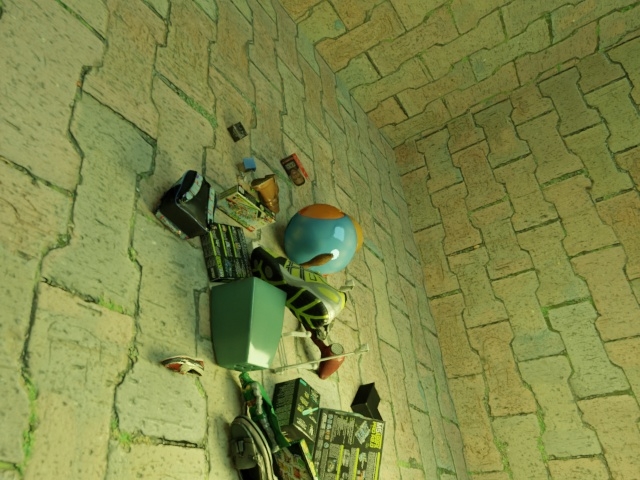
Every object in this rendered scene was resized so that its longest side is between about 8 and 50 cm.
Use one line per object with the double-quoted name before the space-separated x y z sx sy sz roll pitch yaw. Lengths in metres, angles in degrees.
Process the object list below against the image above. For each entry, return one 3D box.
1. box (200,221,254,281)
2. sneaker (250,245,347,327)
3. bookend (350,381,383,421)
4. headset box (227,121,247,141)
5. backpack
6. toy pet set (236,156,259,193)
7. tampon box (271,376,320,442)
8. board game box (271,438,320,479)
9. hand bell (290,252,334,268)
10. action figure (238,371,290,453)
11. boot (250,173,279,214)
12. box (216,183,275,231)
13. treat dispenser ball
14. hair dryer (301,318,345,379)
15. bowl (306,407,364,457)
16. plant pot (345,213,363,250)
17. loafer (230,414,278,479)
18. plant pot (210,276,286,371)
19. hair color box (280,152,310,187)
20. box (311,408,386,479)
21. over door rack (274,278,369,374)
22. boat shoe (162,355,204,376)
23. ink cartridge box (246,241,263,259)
"box" -0.298 0.040 1.534 0.184 0.045 0.191 8 64 -60
"sneaker" -0.082 0.141 1.549 0.384 0.145 0.147 37 36 31
"bookend" 0.205 0.699 1.982 0.156 0.072 0.157 65 24 -8
"headset box" -0.326 -0.424 1.876 0.062 0.032 0.083 61 24 -15
"backpack" -0.381 -0.111 1.398 0.158 0.117 0.173 47 32 -38
"toy pet set" -0.261 -0.250 1.824 0.122 0.065 0.114 9 62 -63
"tampon box" -0.081 0.534 1.495 0.120 0.101 0.161 52 30 -31
"board game box" -0.060 0.700 1.360 0.030 0.136 0.260 -17 86 -68
"hand bell" -0.060 0.094 1.736 0.126 0.242 0.126 45 34 -41
"action figure" -0.178 0.481 1.349 0.063 0.137 0.232 -4 64 -52
"boot" -0.200 -0.168 1.839 0.197 0.073 0.152 -42 127 -67
"box" -0.260 -0.107 1.649 0.207 0.114 0.036 39 38 -46
"treat dispenser ball" 0.000 0.000 1.883 0.288 0.288 0.288 45 33 -40
"hair dryer" 0.012 0.376 1.754 0.080 0.223 0.293 -11 101 -28
"bowl" 0.096 0.716 1.636 0.311 0.163 0.311 44 34 -41
"plant pot" 0.056 0.001 2.135 0.188 0.205 0.205 -31 99 -50
"loafer" -0.179 0.597 1.259 0.084 0.096 0.267 -25 95 -60
"plant pot" -0.214 0.253 1.395 0.166 0.165 0.234 36 46 -49
"hair color box" -0.114 -0.317 2.173 0.141 0.072 0.043 59 25 -18
"box" 0.080 0.680 1.485 0.060 0.216 0.270 90 10 -69
"over door rack" -0.011 0.294 1.590 0.108 0.324 0.239 52 23 -66
"boat shoe" -0.343 0.317 1.208 0.137 0.049 0.043 35 42 -58
"ink cartridge box" -0.222 0.066 1.683 0.063 0.029 0.115 25 48 -57
